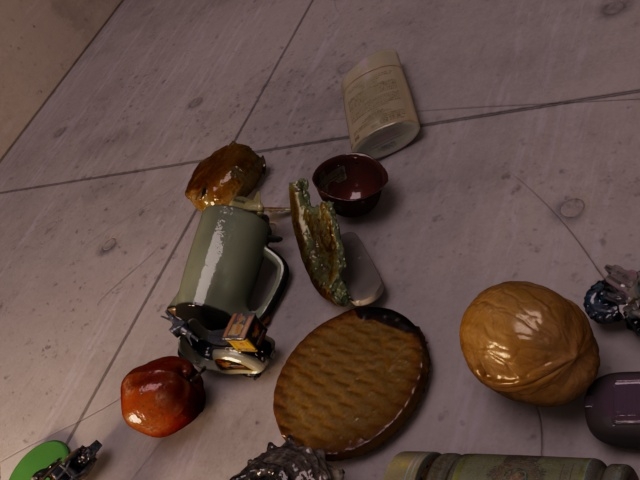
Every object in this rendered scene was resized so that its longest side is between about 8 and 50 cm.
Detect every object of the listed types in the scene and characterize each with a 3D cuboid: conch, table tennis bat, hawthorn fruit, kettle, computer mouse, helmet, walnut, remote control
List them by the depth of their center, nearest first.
[{"bbox_3d":[0.486,0.231,1.071,0.232,0.057,0.120,-10,43,29],"label":"computer mouse"},{"bbox_3d":[0.312,0.157,1.172,0.193,0.193,0.225,-45,22,-8],"label":"walnut"},{"bbox_3d":[-0.063,0.450,1.217,0.240,0.186,0.313,-7,28,26],"label":"conch"},{"bbox_3d":[-0.298,0.301,1.549,0.194,0.157,0.157,-31,38,17],"label":"hawthorn fruit"},{"bbox_3d":[0.071,0.055,1.594,0.077,0.022,0.245,-33,31,5],"label":"remote control"},{"bbox_3d":[-0.639,0.545,1.676,0.160,0.039,0.257,6,50,41],"label":"table tennis bat"},{"bbox_3d":[-0.190,0.072,1.700,0.240,0.165,0.255,10,61,8],"label":"kettle"},{"bbox_3d":[0.074,-0.106,1.708,0.175,0.106,0.155,18,49,34],"label":"helmet"}]

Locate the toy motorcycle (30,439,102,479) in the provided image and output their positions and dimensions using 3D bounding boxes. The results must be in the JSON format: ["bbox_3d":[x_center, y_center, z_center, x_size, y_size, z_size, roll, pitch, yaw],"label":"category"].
[{"bbox_3d":[-0.540,0.501,1.581,0.229,0.094,0.130,-49,0,-38],"label":"toy motorcycle"}]

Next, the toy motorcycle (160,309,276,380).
[{"bbox_3d":[-0.207,0.209,1.572,0.263,0.157,0.091,-4,47,34],"label":"toy motorcycle"}]

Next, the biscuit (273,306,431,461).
[{"bbox_3d":[0.053,0.255,1.410,0.317,0.040,0.318,-23,38,20],"label":"biscuit"}]

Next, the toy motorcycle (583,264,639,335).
[{"bbox_3d":[0.534,0.068,1.159,0.239,0.108,0.204,30,80,38],"label":"toy motorcycle"}]

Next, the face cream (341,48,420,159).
[{"bbox_3d":[0.139,-0.341,1.916,0.173,0.081,0.349,-25,39,15],"label":"face cream"}]

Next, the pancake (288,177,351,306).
[{"bbox_3d":[-0.005,0.001,1.600,0.054,0.197,0.377,-3,37,-21],"label":"pancake"}]

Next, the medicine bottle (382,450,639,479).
[{"bbox_3d":[0.254,0.365,1.042,0.322,0.151,0.151,-8,47,33],"label":"medicine bottle"}]

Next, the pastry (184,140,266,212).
[{"bbox_3d":[-0.248,-0.166,2.035,0.228,0.100,0.219,-32,34,16],"label":"pastry"}]

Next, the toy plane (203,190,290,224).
[{"bbox_3d":[-0.177,-0.067,1.853,0.244,0.228,0.093,169,98,-67],"label":"toy plane"}]
